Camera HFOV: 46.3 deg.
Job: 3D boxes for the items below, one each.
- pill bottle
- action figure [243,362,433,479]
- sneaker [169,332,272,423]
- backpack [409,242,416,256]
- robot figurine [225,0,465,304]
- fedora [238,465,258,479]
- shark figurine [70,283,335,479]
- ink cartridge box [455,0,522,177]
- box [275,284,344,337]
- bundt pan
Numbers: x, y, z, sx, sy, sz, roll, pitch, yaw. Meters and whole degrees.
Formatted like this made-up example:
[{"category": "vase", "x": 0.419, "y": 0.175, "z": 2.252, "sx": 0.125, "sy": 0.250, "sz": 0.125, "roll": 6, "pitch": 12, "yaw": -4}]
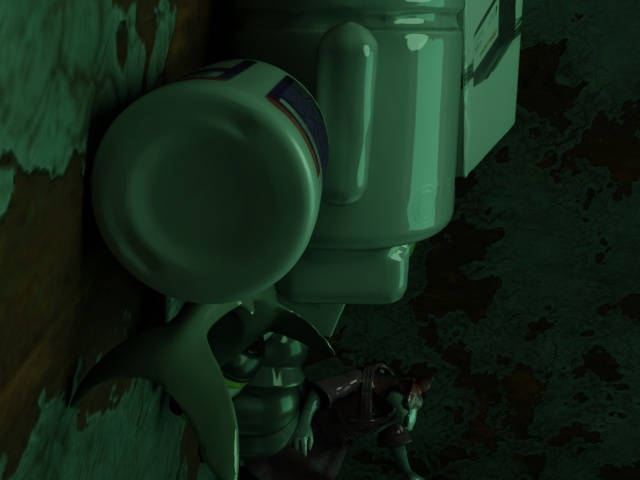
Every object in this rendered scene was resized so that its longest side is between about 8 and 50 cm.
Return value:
[{"category": "pill bottle", "x": -0.050, "y": -0.047, "z": 0.432, "sx": 0.193, "sy": 0.108, "sz": 0.108, "roll": -80, "pitch": 179, "yaw": -72}, {"category": "action figure", "x": 0.038, "y": 0.295, "z": 1.260, "sx": 0.370, "sy": 0.248, "sz": 0.275, "roll": -33, "pitch": -150, "yaw": 25}, {"category": "sneaker", "x": -0.104, "y": 0.107, "z": 0.722, "sx": 0.097, "sy": 0.084, "sz": 0.234, "roll": -56, "pitch": -178, "yaw": 7}, {"category": "backpack", "x": 0.047, "y": -0.090, "z": 1.215, "sx": 0.355, "sy": 0.290, "sz": 0.273, "roll": -78, "pitch": 180, "yaw": -48}, {"category": "robot figurine", "x": 0.020, "y": -0.124, "z": 0.651, "sx": 0.300, "sy": 0.200, "sz": 0.353, "roll": -95, "pitch": -175, "yaw": -73}, {"category": "fedora", "x": -0.104, "y": 0.568, "z": 1.409, "sx": 0.152, "sy": 0.334, "sz": 0.334, "roll": -50, "pitch": 173, "yaw": -11}, {"category": "shark figurine", "x": -0.044, "y": 0.055, "z": 0.483, "sx": 0.166, "sy": 0.116, "sz": 0.278, "roll": -56, "pitch": -178, "yaw": -8}, {"category": "ink cartridge box", "x": 0.090, "y": -0.249, "z": 0.800, "sx": 0.129, "sy": 0.223, "sz": 0.307, "roll": -43, "pitch": 142, "yaw": -31}, {"category": "box", "x": 0.000, "y": 0.000, "z": 0.868, "sx": 0.170, "sy": 0.091, "sz": 0.130, "roll": -76, "pitch": -176, "yaw": -47}, {"category": "bundt pan", "x": -0.077, "y": 0.158, "z": 1.066, "sx": 0.331, "sy": 0.124, "sz": 0.330, "roll": 9, "pitch": 90, "yaw": -89}]
